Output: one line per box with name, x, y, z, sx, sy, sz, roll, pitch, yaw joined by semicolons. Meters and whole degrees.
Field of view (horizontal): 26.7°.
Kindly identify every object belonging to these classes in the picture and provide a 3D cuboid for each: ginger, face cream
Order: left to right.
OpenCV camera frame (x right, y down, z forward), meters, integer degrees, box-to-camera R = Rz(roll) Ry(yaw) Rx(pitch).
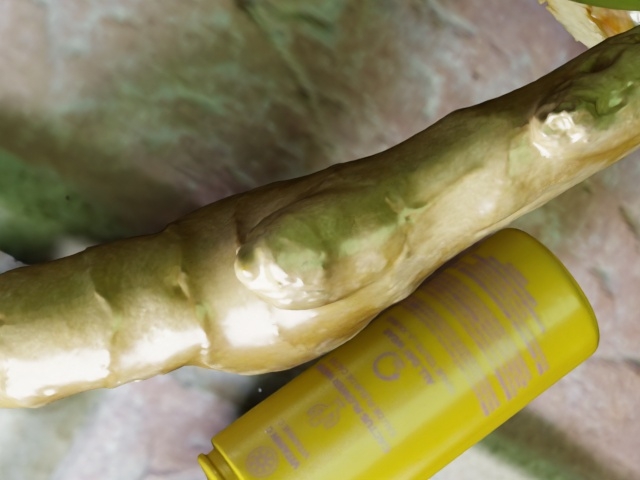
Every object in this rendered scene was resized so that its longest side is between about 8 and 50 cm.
ginger;0.000;0.000;0.550;0.334;0.081;0.148;-23;158;24
face cream;0.007;0.100;0.645;0.273;0.078;0.078;-35;119;-11

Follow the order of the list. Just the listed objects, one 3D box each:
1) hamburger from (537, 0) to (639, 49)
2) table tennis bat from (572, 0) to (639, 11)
hamburger;0.267;-0.108;0.652;0.330;0.162;0.209;39;90;-26
table tennis bat;0.190;-0.224;0.564;0.369;0.054;0.224;-23;76;-10
